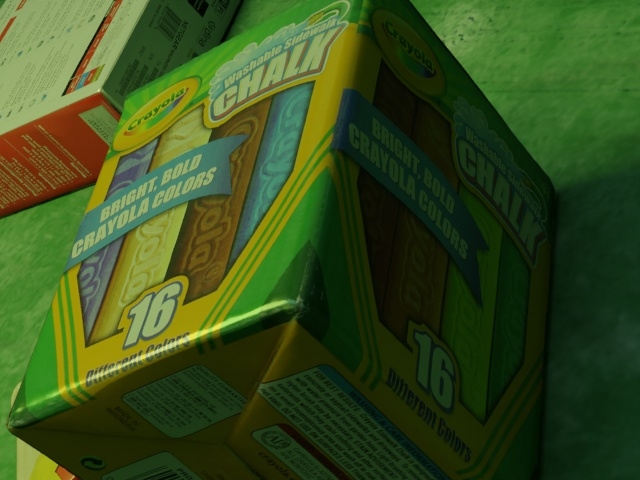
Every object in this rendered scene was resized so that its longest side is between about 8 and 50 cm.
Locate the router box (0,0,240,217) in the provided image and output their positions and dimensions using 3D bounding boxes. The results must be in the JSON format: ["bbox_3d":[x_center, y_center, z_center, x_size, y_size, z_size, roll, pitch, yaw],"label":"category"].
[{"bbox_3d":[-0.210,-0.188,1.243,0.301,0.082,0.335,-15,42,40],"label":"router box"}]

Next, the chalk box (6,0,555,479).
[{"bbox_3d":[0.000,0.000,0.681,0.179,0.180,0.289,-22,39,33],"label":"chalk box"}]

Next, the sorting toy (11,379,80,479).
[{"bbox_3d":[-0.126,0.101,0.846,0.193,0.038,0.208,-40,32,8],"label":"sorting toy"}]
